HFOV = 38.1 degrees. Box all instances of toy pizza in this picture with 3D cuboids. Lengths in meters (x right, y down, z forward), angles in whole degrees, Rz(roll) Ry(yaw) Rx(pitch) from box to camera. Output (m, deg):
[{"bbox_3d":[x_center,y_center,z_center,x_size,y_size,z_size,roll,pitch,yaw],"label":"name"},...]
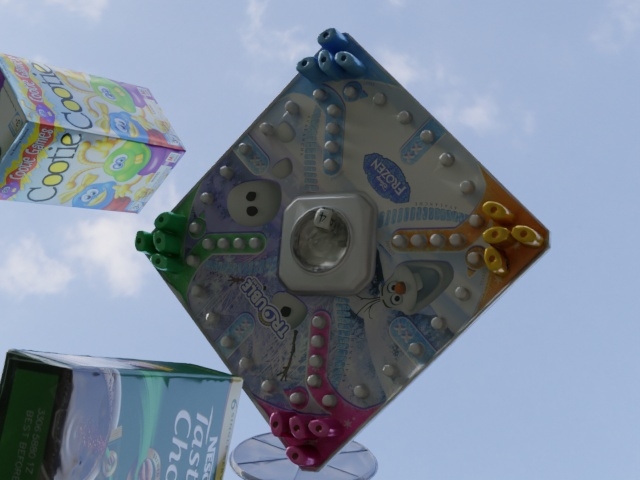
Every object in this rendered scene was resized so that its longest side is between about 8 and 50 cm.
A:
[{"bbox_3d":[-0.023,0.303,1.245,0.201,0.201,0.032,3,-81,-1],"label":"toy pizza"}]

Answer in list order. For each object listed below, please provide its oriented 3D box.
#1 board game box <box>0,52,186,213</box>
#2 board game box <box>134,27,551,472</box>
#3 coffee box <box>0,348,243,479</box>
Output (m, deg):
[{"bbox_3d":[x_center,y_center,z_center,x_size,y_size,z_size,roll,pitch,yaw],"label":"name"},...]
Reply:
[{"bbox_3d":[-0.355,-0.145,1.314,0.142,0.275,0.144,-48,-119,26],"label":"board game box"},{"bbox_3d":[0.000,0.000,1.092,0.390,0.050,0.390,-46,-116,10],"label":"board game box"},{"bbox_3d":[-0.101,0.116,0.472,0.040,0.184,0.113,9,-98,20],"label":"coffee box"}]
